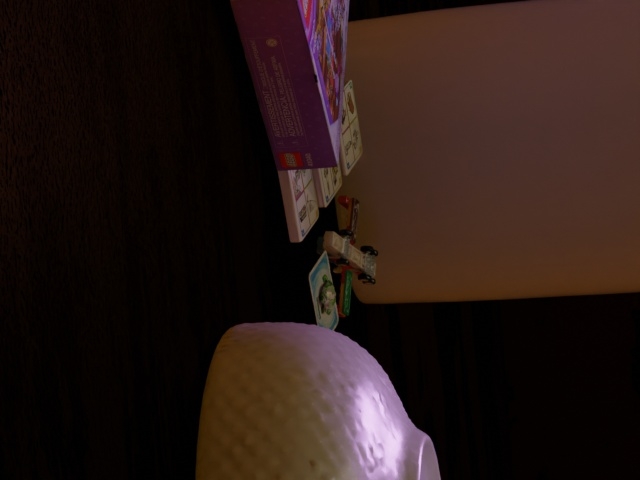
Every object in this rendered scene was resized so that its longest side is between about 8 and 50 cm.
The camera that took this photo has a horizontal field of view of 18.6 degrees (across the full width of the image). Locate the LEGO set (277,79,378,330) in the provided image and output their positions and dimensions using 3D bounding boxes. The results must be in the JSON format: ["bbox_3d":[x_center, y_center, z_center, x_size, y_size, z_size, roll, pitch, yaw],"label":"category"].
[{"bbox_3d":[0.000,0.000,1.781,0.182,0.060,0.244,-56,141,-55],"label":"LEGO set"}]

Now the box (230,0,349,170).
[{"bbox_3d":[-0.020,-0.233,1.654,0.201,0.057,0.293,76,14,-48],"label":"box"}]

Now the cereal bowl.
[{"bbox_3d":[0.014,0.222,1.415,0.339,0.141,0.339,-5,90,-80],"label":"cereal bowl"}]

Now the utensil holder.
[{"bbox_3d":[0.221,-0.092,2.041,0.327,0.386,0.327,-5,90,-81],"label":"utensil holder"}]
